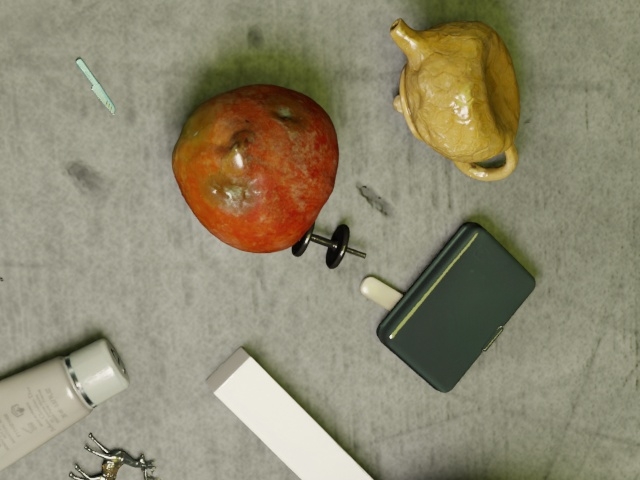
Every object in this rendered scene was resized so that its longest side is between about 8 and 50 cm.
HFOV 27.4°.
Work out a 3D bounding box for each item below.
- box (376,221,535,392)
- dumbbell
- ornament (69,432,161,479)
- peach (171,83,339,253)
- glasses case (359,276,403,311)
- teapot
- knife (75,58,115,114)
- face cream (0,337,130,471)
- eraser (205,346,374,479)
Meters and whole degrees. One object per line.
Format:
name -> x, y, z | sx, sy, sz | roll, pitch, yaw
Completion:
box -> 0.204, 0.100, 1.973 | 0.160, 0.050, 0.230 | 42, 85, -26
dumbbell -> 0.000, 0.000, 1.904 | 0.147, 0.069, 0.069 | 19, 92, -17
ornament -> -0.291, 0.333, 1.893 | 0.125, 0.028, 0.073 | 24, 90, -15
peach -> -0.087, -0.104, 1.769 | 0.232, 0.257, 0.233 | 0, 86, -2
glasses case -> 0.096, 0.083, 1.965 | 0.083, 0.021, 0.032 | 30, 90, -19
teapot -> 0.186, -0.200, 1.888 | 0.311, 0.167, 0.203 | 57, 36, -38
knife -> -0.312, -0.213, 1.823 | 0.014, 0.005, 0.091 | -37, 106, -9
face cream -> -0.418, 0.242, 1.821 | 0.314, 0.089, 0.143 | -28, 105, -2
eraser -> -0.037, 0.289, 1.928 | 0.076, 0.078, 0.298 | -45, 106, -5
